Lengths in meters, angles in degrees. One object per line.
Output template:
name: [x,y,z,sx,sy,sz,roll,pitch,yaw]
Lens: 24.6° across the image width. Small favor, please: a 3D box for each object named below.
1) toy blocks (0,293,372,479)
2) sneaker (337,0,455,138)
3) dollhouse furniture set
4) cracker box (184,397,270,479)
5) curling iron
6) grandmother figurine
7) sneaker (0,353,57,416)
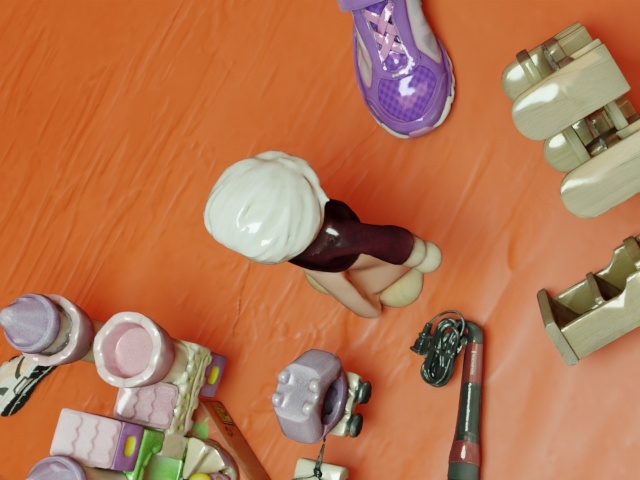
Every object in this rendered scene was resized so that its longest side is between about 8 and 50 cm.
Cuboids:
toy blocks: [-0.165,0.199,1.250,0.309,0.260,0.288,11,83,22]
sneaker: [0.060,-0.214,1.392,0.095,0.104,0.236,-14,78,16]
dollhouse furniture set: [0.217,-0.044,1.256,0.161,0.212,0.242,-31,99,11]
cracker box: [-0.156,0.281,1.408,0.232,0.067,0.155,-38,70,9]
curling iron: [0.122,0.201,1.343,0.068,0.035,0.274,-6,84,40]
grandmother figurine: [0.000,0.000,1.250,0.208,0.342,0.104,1,82,20]
sneaker: [-0.303,0.129,1.500,0.109,0.040,0.044,-47,68,7]
